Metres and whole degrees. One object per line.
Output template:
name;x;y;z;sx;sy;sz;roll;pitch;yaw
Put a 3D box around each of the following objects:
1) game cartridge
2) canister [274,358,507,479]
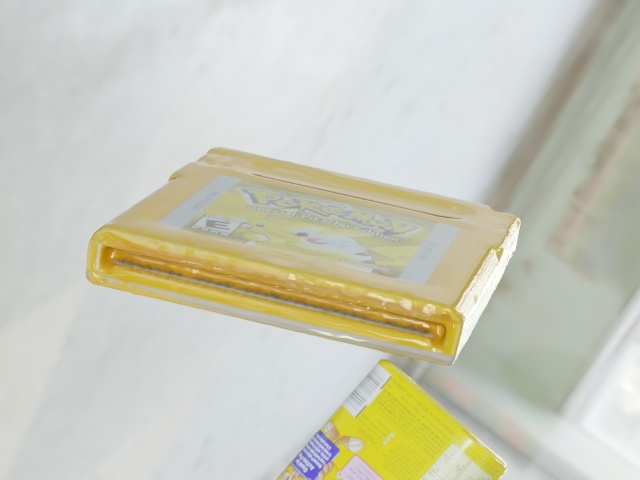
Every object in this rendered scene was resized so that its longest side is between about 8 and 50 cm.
game cartridge;0.000;0.000;1.577;0.323;0.285;0.052;-50;151;-69
canister;0.031;0.180;1.350;0.170;0.126;0.073;-49;144;0
